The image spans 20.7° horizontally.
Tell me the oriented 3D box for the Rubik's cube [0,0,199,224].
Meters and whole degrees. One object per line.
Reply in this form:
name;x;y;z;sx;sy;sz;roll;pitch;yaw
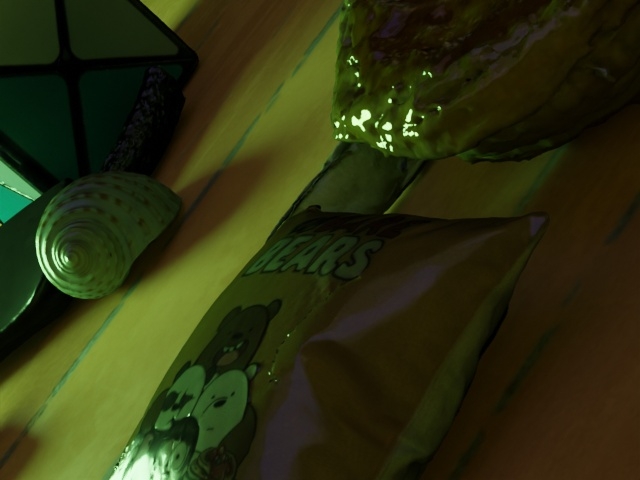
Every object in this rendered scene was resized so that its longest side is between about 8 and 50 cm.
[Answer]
Rubik's cube;-0.328;-0.179;1.949;0.250;0.246;0.248;-4;49;59

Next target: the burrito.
burrito;0.001;0.001;1.303;0.058;0.063;0.229;26;72;38

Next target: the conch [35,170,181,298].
conch;-0.203;-0.016;1.661;0.135;0.102;0.153;-21;32;23

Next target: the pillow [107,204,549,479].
pillow;-0.016;0.103;1.092;0.312;0.119;0.310;-57;20;-15

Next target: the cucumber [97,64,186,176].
cucumber;-0.196;-0.085;1.802;0.052;0.058;0.215;-40;23;54

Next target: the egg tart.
egg tart;0.156;-0.157;1.156;0.351;0.153;0.339;-43;24;12

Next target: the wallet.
wallet;-0.387;0.094;1.813;0.377;0.051;0.197;-36;32;23
